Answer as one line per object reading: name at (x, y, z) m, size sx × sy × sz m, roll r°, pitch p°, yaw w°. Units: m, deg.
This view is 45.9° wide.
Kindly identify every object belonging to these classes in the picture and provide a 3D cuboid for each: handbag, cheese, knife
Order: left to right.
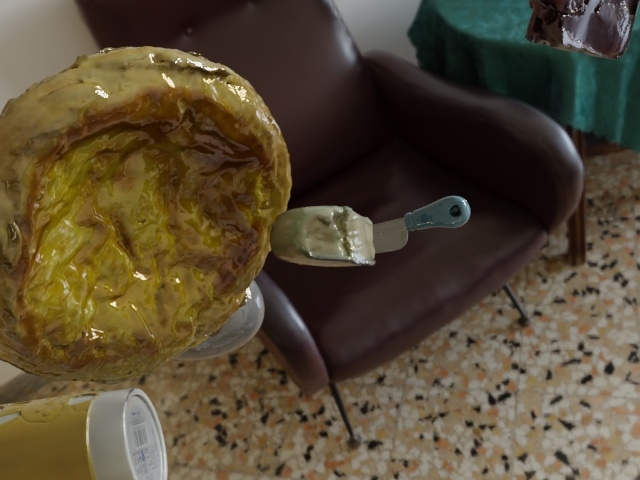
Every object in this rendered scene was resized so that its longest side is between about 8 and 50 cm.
cheese at (0.007, 0.000, 0.686) m, size 0.092 × 0.171 × 0.047 m, roll 4°, pitch 85°, yaw 11°
knife at (0.124, -0.015, 1.220) m, size 0.244 × 0.058 × 0.032 m, roll -18°, pitch 1°, yaw 23°
handbag at (0.336, -0.338, 0.948) m, size 0.074 × 0.203 × 0.216 m, roll 22°, pitch 20°, yaw 41°

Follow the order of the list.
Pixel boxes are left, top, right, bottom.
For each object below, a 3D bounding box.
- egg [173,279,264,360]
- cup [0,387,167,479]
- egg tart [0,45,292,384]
egg at (-0.196, 0.093, 1.144) m, size 0.232 × 0.176 × 0.176 m, roll 4°, pitch 46°, yaw 18°
cup at (-0.320, 0.273, 0.967) m, size 0.226 × 0.185 × 0.241 m, roll -15°, pitch 14°, yaw 4°
egg tart at (-0.182, -0.023, 0.693) m, size 0.129 × 0.341 × 0.341 m, roll 27°, pitch 59°, yaw 37°
